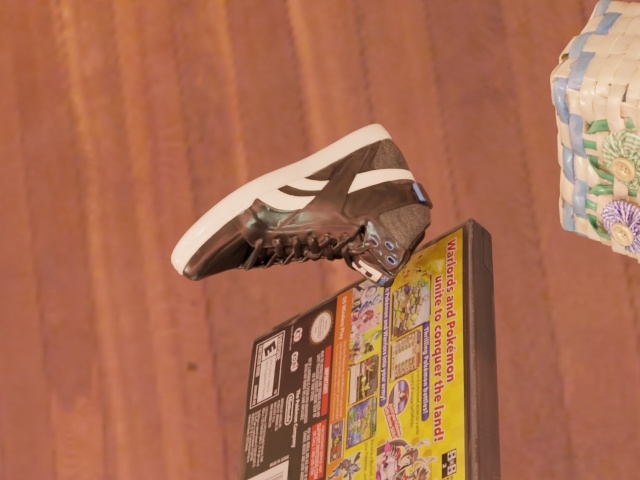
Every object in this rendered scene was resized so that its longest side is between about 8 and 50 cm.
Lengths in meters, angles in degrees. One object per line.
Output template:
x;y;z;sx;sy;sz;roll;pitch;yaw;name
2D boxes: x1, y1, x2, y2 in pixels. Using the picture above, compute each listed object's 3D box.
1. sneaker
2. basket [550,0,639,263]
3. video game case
0.000;0.000;1.264;0.121;0.217;0.079;53;155;14;sneaker
0.348;-0.075;1.357;0.289;0.201;0.254;9;135;22;basket
0.033;0.140;1.273;0.248;0.035;0.275;-30;37;31;video game case
